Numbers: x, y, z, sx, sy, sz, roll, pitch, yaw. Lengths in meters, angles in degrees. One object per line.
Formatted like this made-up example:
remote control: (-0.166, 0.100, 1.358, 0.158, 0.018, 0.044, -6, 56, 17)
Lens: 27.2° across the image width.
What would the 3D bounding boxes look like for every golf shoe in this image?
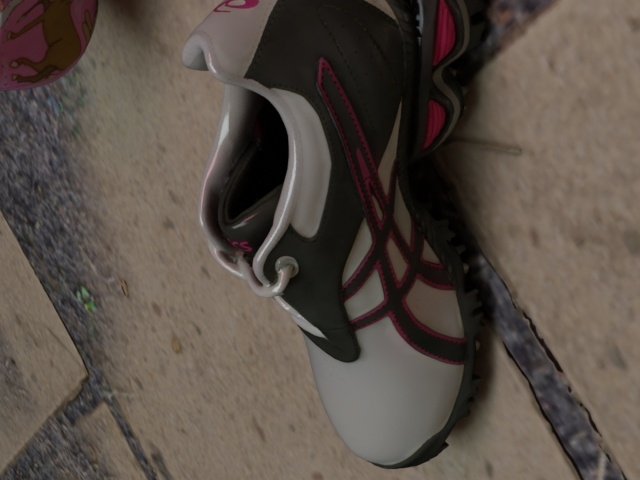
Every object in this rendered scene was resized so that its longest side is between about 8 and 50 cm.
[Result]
golf shoe: (0.000, 0.000, 0.582, 0.105, 0.120, 0.273, 28, 135, 42)

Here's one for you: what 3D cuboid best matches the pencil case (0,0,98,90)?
pencil case: (-0.168, -0.241, 0.621, 0.160, 0.167, 0.386, 31, 141, 11)
